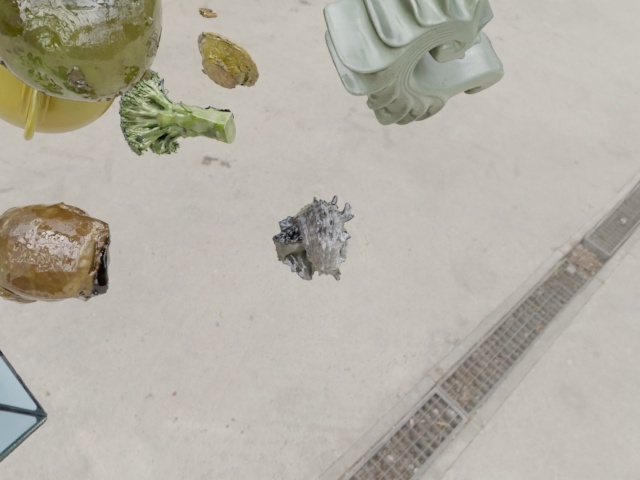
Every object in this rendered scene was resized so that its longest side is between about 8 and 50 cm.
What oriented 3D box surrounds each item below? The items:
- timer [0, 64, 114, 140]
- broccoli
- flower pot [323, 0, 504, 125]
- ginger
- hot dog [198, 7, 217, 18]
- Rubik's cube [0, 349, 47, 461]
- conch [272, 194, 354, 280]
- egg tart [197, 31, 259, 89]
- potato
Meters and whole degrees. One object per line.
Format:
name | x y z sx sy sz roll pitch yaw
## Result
timer | -0.620 -0.413 1.116 0.376 0.376 0.387 -10 16 -26
broccoli | -0.424 -0.339 1.519 0.361 0.252 0.221 31 23 12
flower pot | 0.176 -0.329 0.893 0.367 0.254 0.164 19 49 -64
ginger | -0.556 0.025 1.020 0.223 0.269 0.200 5 77 -30
hot dog | -0.334 -0.670 1.485 0.037 0.021 0.083 42 28 2
Rubik's cube | -0.644 0.299 0.783 0.248 0.250 0.246 57 14 -9
conch | -0.003 0.010 1.408 0.186 0.313 0.240 -6 71 -42
egg tart | -0.322 -0.593 1.693 0.241 0.241 0.106 26 76 7
potato | -0.392 -0.412 0.873 0.270 0.219 0.359 27 65 -15
